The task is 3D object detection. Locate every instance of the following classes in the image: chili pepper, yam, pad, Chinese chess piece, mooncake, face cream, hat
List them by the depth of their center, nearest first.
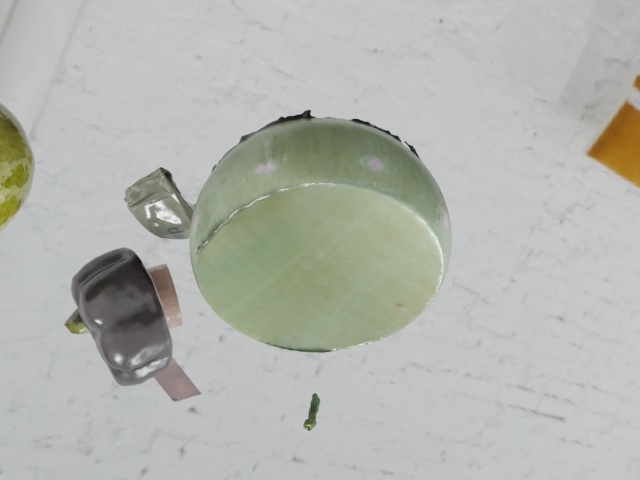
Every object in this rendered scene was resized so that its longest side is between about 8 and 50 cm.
[{"bbox_3d":[0.000,0.000,0.940,0.349,0.349,0.147,21,-140,-21],"label":"Chinese chess piece"},{"bbox_3d":[-0.245,-0.013,1.263,0.245,0.149,0.214,65,-169,23],"label":"hat"},{"bbox_3d":[-0.360,0.141,1.276,0.133,0.245,0.245,-27,-150,-22],"label":"mooncake"},{"bbox_3d":[-0.452,0.142,1.412,0.069,0.070,0.146,24,-132,10],"label":"yam"},{"bbox_3d":[-0.382,0.136,1.578,0.104,0.149,0.149,-16,-161,-16],"label":"face cream"},{"bbox_3d":[-0.018,0.396,1.594,0.030,0.091,0.034,-4,140,26],"label":"chili pepper"},{"bbox_3d":[-0.397,0.338,1.796,0.188,0.113,0.006,56,-144,-17],"label":"pad"}]

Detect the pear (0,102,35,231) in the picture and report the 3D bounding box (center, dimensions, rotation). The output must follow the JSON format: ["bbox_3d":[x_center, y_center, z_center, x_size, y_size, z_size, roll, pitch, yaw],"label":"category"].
[{"bbox_3d":[-0.603,-0.116,1.075,0.303,0.304,0.304,23,-175,-2],"label":"pear"}]
